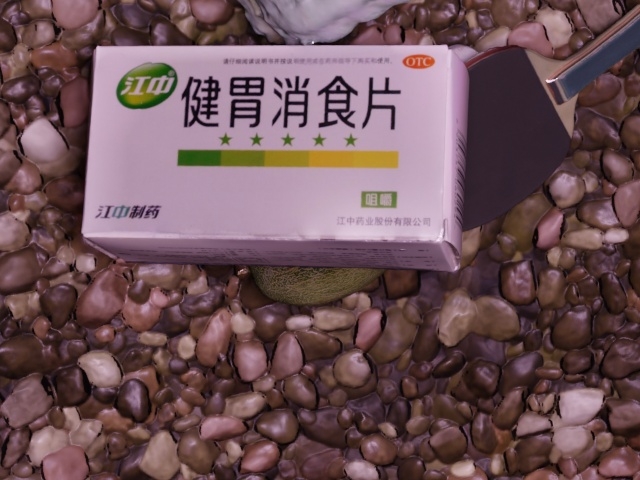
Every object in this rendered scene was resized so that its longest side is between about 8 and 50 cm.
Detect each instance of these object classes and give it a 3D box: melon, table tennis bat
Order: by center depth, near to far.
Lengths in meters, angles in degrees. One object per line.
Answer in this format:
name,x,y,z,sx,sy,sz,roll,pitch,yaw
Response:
melon,0.000,0.000,1.817,0.167,0.114,0.114,-20,106,4
table tennis bat,0.195,-0.125,1.855,0.301,0.022,0.173,-38,128,-5

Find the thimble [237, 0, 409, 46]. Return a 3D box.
thimble,0.039,-0.293,1.691,0.288,0.254,0.167,-28,104,10

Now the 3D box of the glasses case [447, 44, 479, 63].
glasses case,0.097,-0.113,1.851,0.063,0.041,0.164,41,93,-23

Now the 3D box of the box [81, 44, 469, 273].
box,-0.041,-0.070,1.705,0.333,0.145,0.173,1,78,10
